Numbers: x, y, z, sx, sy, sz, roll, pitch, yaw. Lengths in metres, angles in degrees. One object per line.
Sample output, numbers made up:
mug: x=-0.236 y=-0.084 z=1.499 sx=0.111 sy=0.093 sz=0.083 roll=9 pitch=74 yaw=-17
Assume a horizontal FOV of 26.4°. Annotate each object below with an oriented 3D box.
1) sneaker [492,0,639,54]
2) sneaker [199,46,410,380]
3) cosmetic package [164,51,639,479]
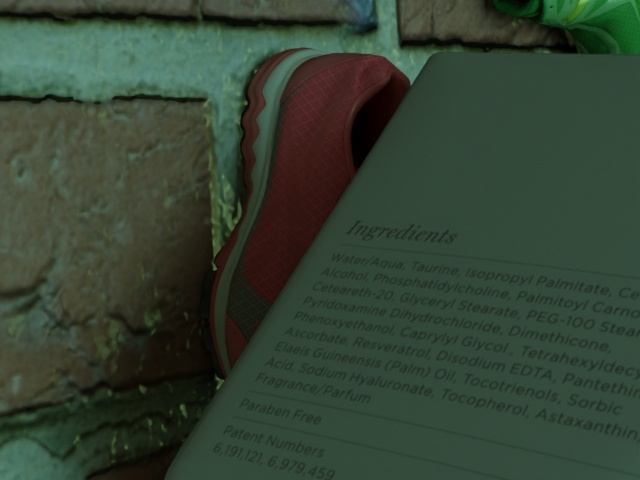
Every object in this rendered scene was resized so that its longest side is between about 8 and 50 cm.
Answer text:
sneaker: x=0.220 y=-0.252 z=1.318 sx=0.123 sy=0.109 sz=0.295 roll=-50 pitch=129 yaw=-7
sneaker: x=0.000 y=0.000 z=1.037 sx=0.116 sy=0.136 sz=0.313 roll=12 pitch=81 yaw=-45
cosmetic package: x=0.179 y=0.121 z=0.912 sx=0.393 sy=0.327 sz=0.329 roll=-58 pitch=134 yaw=-27
